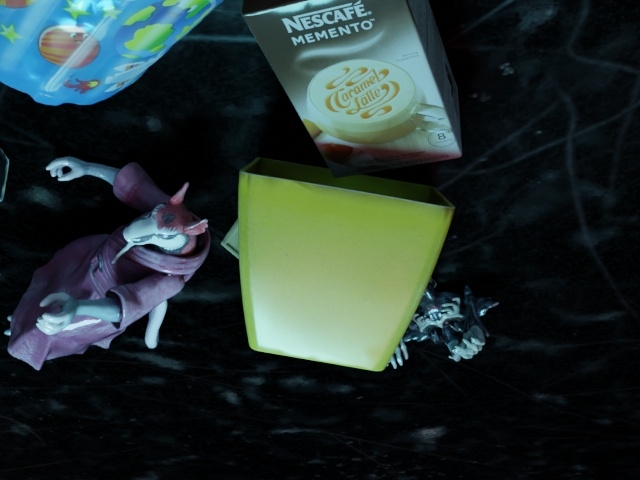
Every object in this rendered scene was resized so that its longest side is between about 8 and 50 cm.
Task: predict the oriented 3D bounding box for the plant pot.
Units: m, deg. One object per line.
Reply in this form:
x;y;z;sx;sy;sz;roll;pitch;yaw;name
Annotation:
0.014;0.025;0.978;0.212;0.187;0.212;9;-171;0;plant pot

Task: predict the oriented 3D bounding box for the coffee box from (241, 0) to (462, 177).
0.038;-0.174;0.843;0.141;0.098;0.246;-9;146;18;coffee box

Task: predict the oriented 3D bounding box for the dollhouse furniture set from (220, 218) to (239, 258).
0.000;0.000;1.163;0.161;0.182;0.101;-54;152;4;dollhouse furniture set

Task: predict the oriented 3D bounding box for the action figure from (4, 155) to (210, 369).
-0.225;0.049;1.083;0.276;0.248;0.370;25;145;-33;action figure

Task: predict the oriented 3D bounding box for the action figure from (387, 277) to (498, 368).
0.146;0.110;1.258;0.164;0.140;0.276;-22;138;30;action figure

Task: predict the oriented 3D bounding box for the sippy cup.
-0.154;-0.221;0.620;0.306;0.240;0.224;17;135;-37;sippy cup

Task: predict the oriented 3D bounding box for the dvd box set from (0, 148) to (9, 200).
-0.576;-0.131;0.933;0.421;0.062;0.307;4;161;-1;dvd box set
